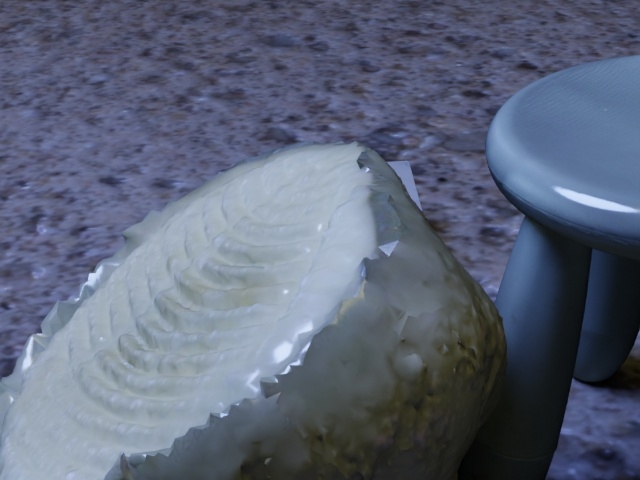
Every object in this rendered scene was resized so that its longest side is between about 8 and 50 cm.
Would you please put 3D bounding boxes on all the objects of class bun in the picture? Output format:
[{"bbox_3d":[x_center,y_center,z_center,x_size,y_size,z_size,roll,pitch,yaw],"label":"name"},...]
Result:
[{"bbox_3d":[-0.032,0.079,0.628,0.259,0.152,0.259,-33,24,17],"label":"bun"}]

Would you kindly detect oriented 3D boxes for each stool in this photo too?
[{"bbox_3d":[0.179,0.031,0.672,0.195,0.199,0.195,11,33,27],"label":"stool"}]

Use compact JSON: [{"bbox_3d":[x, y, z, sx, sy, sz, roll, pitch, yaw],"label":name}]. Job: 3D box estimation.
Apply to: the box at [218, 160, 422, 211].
[{"bbox_3d":[0.000,0.000,0.902,0.129,0.051,0.130,-4,28,-2],"label":"box"}]
